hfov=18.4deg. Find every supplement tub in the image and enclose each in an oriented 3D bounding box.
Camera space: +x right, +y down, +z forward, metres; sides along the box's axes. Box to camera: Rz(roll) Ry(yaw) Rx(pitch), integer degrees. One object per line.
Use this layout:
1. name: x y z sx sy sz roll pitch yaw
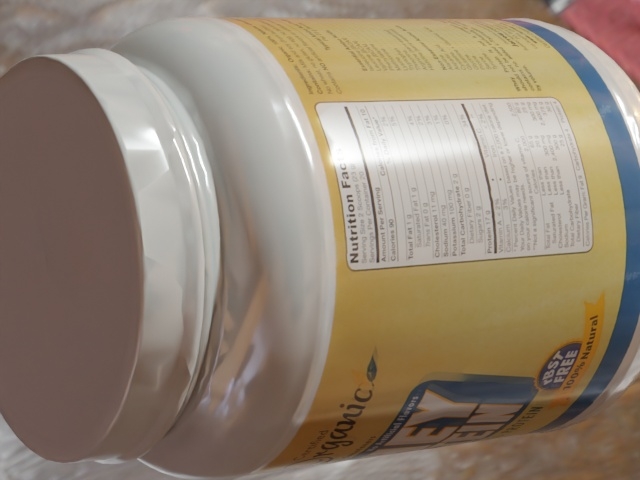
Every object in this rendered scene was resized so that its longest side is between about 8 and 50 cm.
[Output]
1. supplement tub: 0.000 0.000 0.638 0.199 0.144 0.144 -4 75 -33
